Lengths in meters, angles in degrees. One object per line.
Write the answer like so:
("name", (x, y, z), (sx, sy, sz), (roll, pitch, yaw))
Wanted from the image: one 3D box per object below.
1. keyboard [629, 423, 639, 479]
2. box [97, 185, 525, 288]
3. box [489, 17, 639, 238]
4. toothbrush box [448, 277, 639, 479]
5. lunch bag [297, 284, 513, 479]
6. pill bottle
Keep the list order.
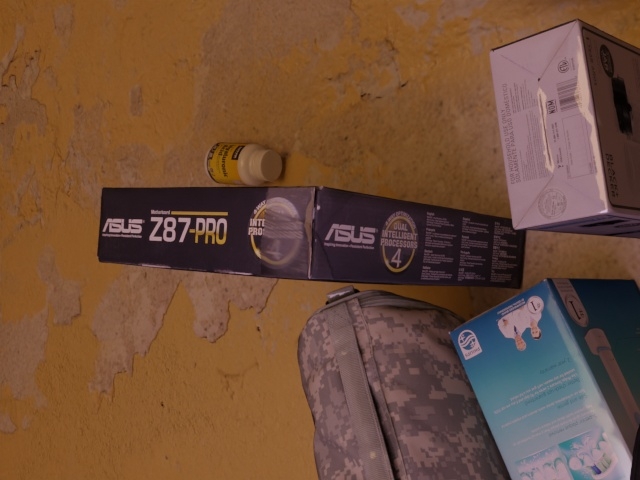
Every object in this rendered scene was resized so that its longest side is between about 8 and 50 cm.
("keyboard", (0.418, 0.212, 0.734), (0.033, 0.317, 0.201), (113, 175, -71))
("box", (0.000, 0.000, 0.994), (0.318, 0.395, 0.097), (6, 90, 41))
("box", (0.281, -0.090, 0.828), (0.087, 0.290, 0.169), (-13, 81, 41))
("toothbrush box", (0.284, 0.193, 0.858), (0.126, 0.216, 0.295), (-36, 66, 34))
("lunch bag", (0.091, 0.221, 0.894), (0.212, 0.256, 0.305), (-24, 57, 16))
("pill bottle", (-0.115, -0.116, 1.318), (0.116, 0.065, 0.065), (7, 92, 40))
